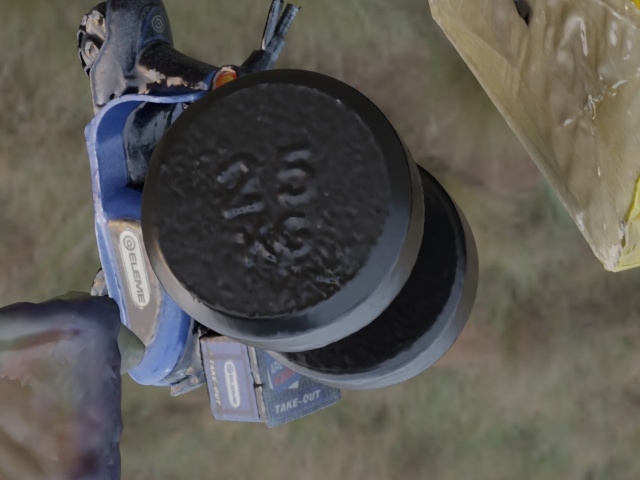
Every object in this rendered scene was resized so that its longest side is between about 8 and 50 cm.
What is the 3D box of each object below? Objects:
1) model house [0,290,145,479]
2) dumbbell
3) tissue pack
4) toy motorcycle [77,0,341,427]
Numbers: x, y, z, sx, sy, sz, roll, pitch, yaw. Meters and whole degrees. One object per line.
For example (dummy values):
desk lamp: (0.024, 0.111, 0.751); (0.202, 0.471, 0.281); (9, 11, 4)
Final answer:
model house: (-0.150, 0.177, 0.851); (0.312, 0.280, 0.245); (43, 150, -15)
dumbbell: (0.000, 0.000, 1.105); (0.153, 0.152, 0.218); (-9, 166, 14)
tissue pack: (0.298, -0.177, 1.209); (0.382, 0.293, 0.228); (-16, 140, -16)
toy motorcycle: (-0.096, -0.037, 1.505); (0.213, 0.358, 0.125); (-2, -169, 44)
